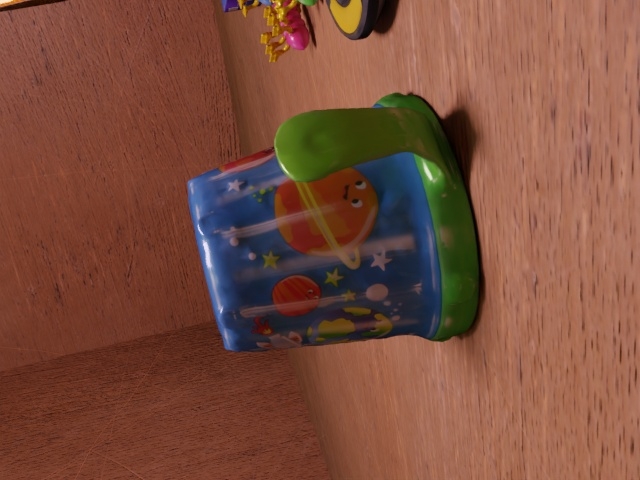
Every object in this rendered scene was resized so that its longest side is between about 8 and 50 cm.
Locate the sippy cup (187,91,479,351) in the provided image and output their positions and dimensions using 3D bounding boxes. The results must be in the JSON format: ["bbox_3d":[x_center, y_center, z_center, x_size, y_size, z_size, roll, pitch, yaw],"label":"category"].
[{"bbox_3d":[0.000,0.000,0.748,0.240,0.224,0.306,-116,15,-60],"label":"sippy cup"}]

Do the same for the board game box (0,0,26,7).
[{"bbox_3d":[-0.441,-0.605,1.365,0.356,0.356,0.356,-57,-43,-66],"label":"board game box"}]

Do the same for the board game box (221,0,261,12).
[{"bbox_3d":[-0.156,-0.570,1.457,0.347,0.078,0.233,-152,50,-80],"label":"board game box"}]

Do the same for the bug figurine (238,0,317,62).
[{"bbox_3d":[-0.061,-0.382,1.119,0.279,0.072,0.216,116,134,-70],"label":"bug figurine"}]

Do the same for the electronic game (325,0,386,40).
[{"bbox_3d":[0.018,-0.308,0.769,0.229,0.048,0.229,167,90,-82],"label":"electronic game"}]
